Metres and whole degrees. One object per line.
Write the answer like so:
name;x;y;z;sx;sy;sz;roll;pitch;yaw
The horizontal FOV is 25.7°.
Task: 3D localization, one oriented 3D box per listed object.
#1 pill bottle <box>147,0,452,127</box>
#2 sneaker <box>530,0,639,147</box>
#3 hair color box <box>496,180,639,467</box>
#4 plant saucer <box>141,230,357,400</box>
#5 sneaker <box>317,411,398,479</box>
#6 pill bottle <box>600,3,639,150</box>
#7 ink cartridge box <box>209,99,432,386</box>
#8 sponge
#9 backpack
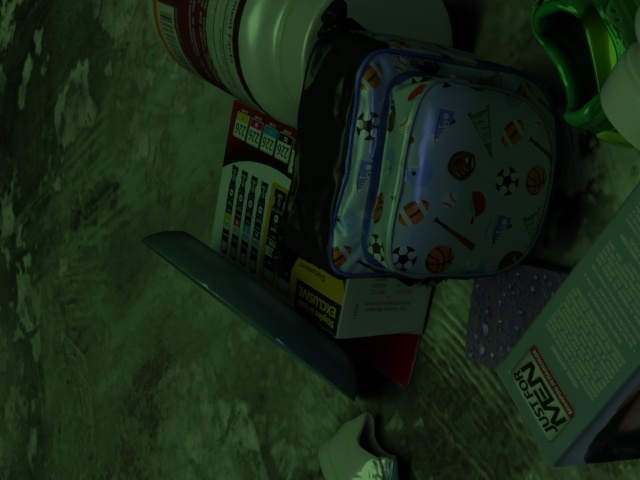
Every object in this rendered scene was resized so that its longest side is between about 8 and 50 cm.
pill bottle;-0.031;-0.257;1.641;0.392;0.224;0.224;33;116;54
sneaker;0.260;-0.235;1.297;0.109;0.123;0.296;-23;69;55
hair color box;0.322;0.024;1.133;0.374;0.185;0.114;-59;44;37
plant saucer;-0.075;0.081;1.674;0.044;0.317;0.317;-52;37;-5
sneaker;0.064;0.294;1.622;0.094;0.080;0.212;-49;47;28
pill bottle;0.353;-0.194;1.121;0.283;0.160;0.160;-61;42;35
ink cartridge box;0.000;0.000;1.678;0.309;0.130;0.272;30;114;53
sponge;0.226;0.085;1.419;0.210;0.031;0.117;15;100;56
backpack;0.115;-0.077;1.389;0.213;0.263;0.277;31;114;48
